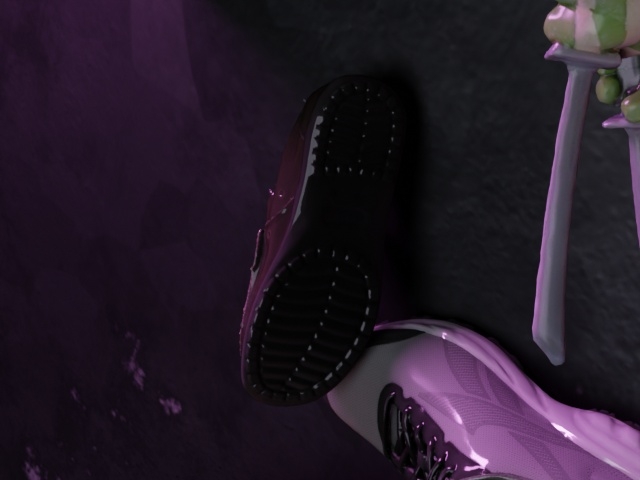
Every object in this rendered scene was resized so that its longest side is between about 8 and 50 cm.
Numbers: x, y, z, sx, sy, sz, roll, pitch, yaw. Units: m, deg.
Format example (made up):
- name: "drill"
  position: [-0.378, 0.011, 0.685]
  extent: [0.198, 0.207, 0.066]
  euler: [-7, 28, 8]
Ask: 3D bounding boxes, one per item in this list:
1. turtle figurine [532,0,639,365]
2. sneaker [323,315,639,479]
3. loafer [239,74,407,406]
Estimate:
- name: "turtle figurine"
  position: [0.108, -0.103, 0.514]
  extent: [0.266, 0.198, 0.274]
  euler: [54, 132, 19]
- name: "sneaker"
  position: [0.090, 0.126, 0.756]
  extent: [0.272, 0.108, 0.100]
  euler: [25, 124, 42]
- name: "loafer"
  position: [0.000, 0.000, 0.807]
  extent: [0.078, 0.080, 0.220]
  euler: [-136, 62, -69]
